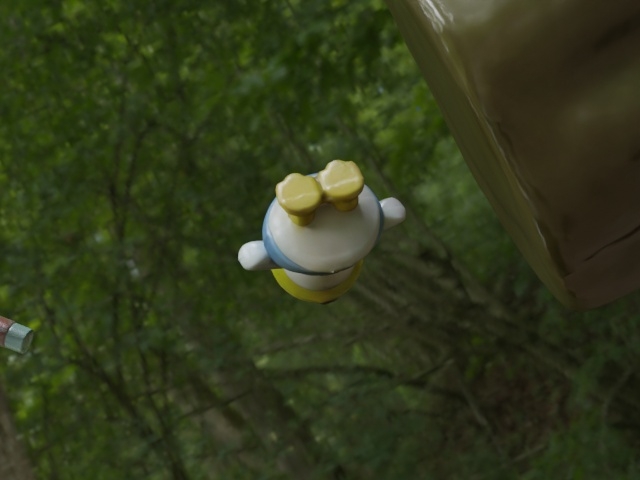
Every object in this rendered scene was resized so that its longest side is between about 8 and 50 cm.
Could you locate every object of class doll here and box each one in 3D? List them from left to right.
[{"bbox_3d":[-0.001,-0.001,1.011,0.135,0.099,0.241,-50,-4,-11],"label":"doll"}]

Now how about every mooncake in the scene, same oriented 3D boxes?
[{"bbox_3d":[0.185,-0.150,0.861,0.201,0.378,0.378,-28,-12,5],"label":"mooncake"}]

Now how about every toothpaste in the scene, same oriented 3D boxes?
[{"bbox_3d":[-0.472,0.096,1.438,0.036,0.205,0.056,90,-160,-70],"label":"toothpaste"}]
